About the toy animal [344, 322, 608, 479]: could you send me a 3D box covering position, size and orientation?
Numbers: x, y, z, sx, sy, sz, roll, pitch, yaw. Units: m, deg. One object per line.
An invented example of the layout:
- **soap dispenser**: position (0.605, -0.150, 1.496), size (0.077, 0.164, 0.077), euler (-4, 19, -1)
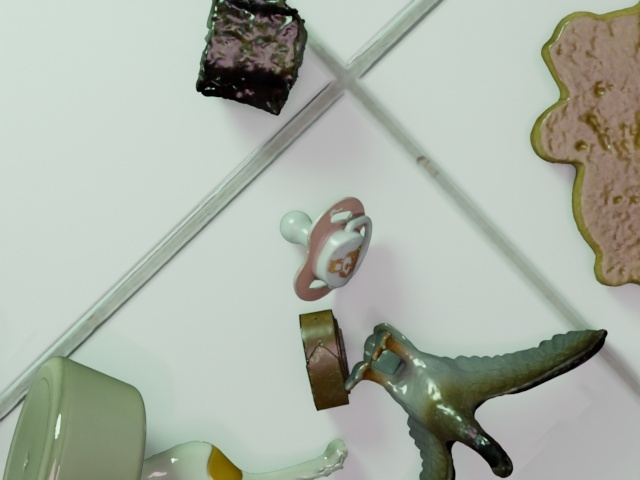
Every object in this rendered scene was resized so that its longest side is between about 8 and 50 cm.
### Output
- **toy animal**: position (0.093, 0.143, 1.085), size (0.160, 0.197, 0.272), euler (37, 97, 1)

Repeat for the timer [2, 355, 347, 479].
- **timer**: position (-0.116, 0.208, 1.118), size (0.266, 0.175, 0.175), euler (15, 93, -20)

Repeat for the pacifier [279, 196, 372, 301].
- **pacifier**: position (0.000, 0.000, 1.136), size (0.078, 0.081, 0.099), euler (32, 117, 30)

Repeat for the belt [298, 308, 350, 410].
- **belt**: position (0.005, 0.100, 1.137), size (0.036, 0.059, 0.083), euler (-11, 93, 1)

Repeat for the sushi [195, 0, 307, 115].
- **sushi**: position (-0.055, -0.157, 1.104), size (0.084, 0.094, 0.098), euler (16, 93, -3)

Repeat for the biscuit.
- **biscuit**: position (0.274, -0.080, 1.140), size (0.184, 0.035, 0.249), euler (-15, 94, 1)
